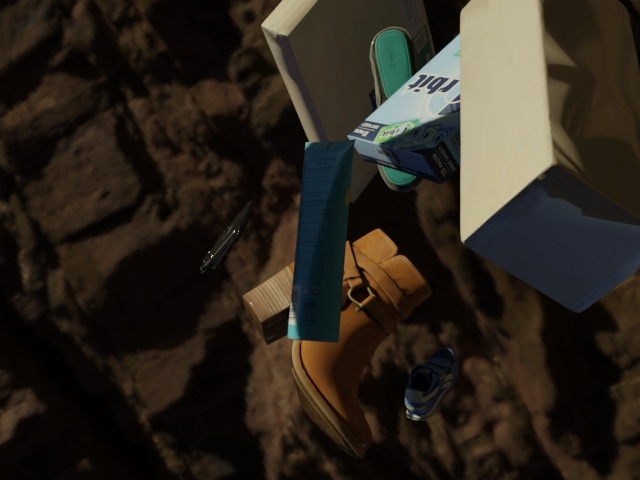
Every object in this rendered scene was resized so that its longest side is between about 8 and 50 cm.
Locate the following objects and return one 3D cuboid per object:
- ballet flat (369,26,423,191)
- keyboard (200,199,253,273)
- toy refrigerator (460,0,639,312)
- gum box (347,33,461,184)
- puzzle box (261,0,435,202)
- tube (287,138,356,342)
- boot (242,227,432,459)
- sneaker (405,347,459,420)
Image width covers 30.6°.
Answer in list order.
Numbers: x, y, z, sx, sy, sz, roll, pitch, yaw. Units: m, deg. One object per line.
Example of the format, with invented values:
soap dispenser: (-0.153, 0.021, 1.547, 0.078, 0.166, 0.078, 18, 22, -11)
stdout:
ballet flat: (0.101, -0.152, 1.405, 0.068, 0.072, 0.213, 51, -147, -69)
keyboard: (-0.137, 0.003, 1.721, 0.023, 0.108, 0.180, 40, -167, -7)
toy refrigerator: (0.159, -0.086, 0.814, 0.102, 0.094, 0.269, 30, -141, -20)
gum box: (0.139, -0.144, 1.228, 0.041, 0.184, 0.157, 53, 166, -28)
puzzle box: (0.062, -0.272, 1.768, 0.052, 0.272, 0.409, 26, 158, 29)
tube: (0.000, 0.000, 1.194, 0.052, 0.080, 0.207, 8, -94, -44)
boot: (0.054, 0.127, 1.532, 0.283, 0.220, 0.109, 55, 165, 33)
sneaker: (0.170, 0.207, 1.779, 0.144, 0.053, 0.059, -55, -43, -43)
